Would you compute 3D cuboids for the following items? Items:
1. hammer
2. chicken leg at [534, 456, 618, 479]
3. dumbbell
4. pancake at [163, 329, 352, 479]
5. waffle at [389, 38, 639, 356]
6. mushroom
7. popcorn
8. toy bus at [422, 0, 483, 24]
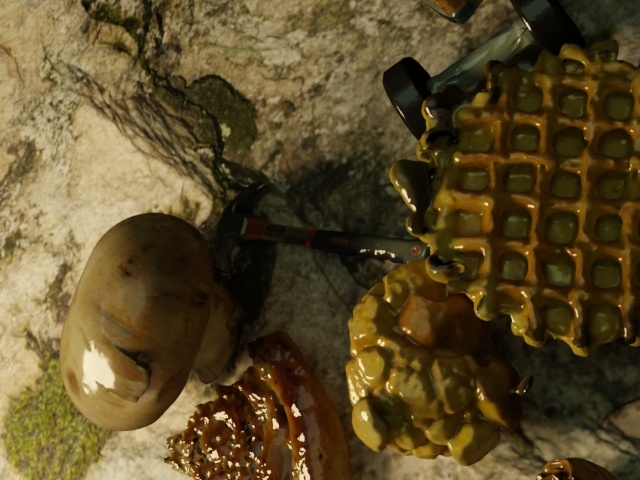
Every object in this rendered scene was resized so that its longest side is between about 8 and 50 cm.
[{"bbox_3d":[0.000,0.000,1.184,0.288,0.033,0.111,10,80,35],"label":"hammer"},{"bbox_3d":[0.228,0.286,0.902,0.085,0.101,0.207,-39,61,53],"label":"chicken leg"},{"bbox_3d":[0.165,-0.183,1.097,0.191,0.100,0.100,-33,59,19],"label":"dumbbell"},{"bbox_3d":[-0.077,0.228,1.138,0.244,0.057,0.266,-15,66,29],"label":"pancake"},{"bbox_3d":[0.225,-0.048,0.974,0.329,0.062,0.329,-4,69,11],"label":"waffle"},{"bbox_3d":[-0.186,0.092,1.165,0.255,0.184,0.255,-49,25,32],"label":"mushroom"},{"bbox_3d":[0.098,0.124,1.015,0.163,0.140,0.194,-33,68,3],"label":"popcorn"},{"bbox_3d":[0.170,-0.379,1.105,0.275,0.167,0.138,-49,39,11],"label":"toy bus"}]
